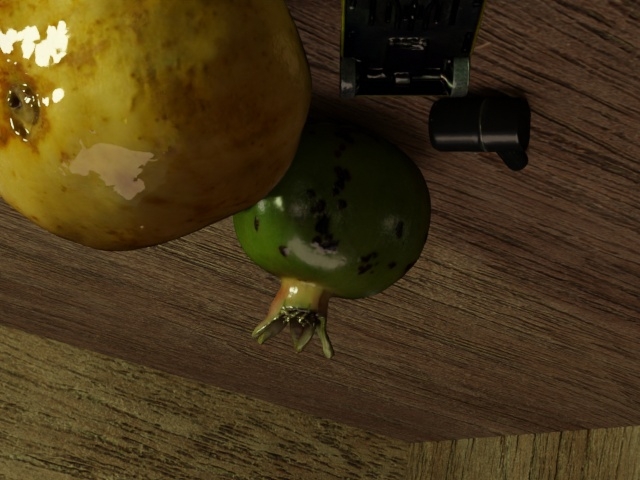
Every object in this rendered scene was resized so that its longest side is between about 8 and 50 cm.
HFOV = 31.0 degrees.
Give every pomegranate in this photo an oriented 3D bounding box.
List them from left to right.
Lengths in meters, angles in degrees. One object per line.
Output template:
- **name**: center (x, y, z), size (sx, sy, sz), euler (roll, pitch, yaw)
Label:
- **pomegranate**: center (-0.184, -0.181, 1.235), size (0.410, 0.410, 0.410), euler (9, 161, 3)
- **pomegranate**: center (0.004, -0.016, 1.620), size (0.291, 0.323, 0.291), euler (15, 149, 9)

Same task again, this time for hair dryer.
- **hair dryer**: center (0.236, -0.134, 1.562), size (0.124, 0.071, 0.219), euler (3, 168, 26)

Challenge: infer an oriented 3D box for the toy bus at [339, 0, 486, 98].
- **toy bus**: center (0.085, -0.257, 1.120), size (0.145, 0.151, 0.331), euler (1, 160, 0)
